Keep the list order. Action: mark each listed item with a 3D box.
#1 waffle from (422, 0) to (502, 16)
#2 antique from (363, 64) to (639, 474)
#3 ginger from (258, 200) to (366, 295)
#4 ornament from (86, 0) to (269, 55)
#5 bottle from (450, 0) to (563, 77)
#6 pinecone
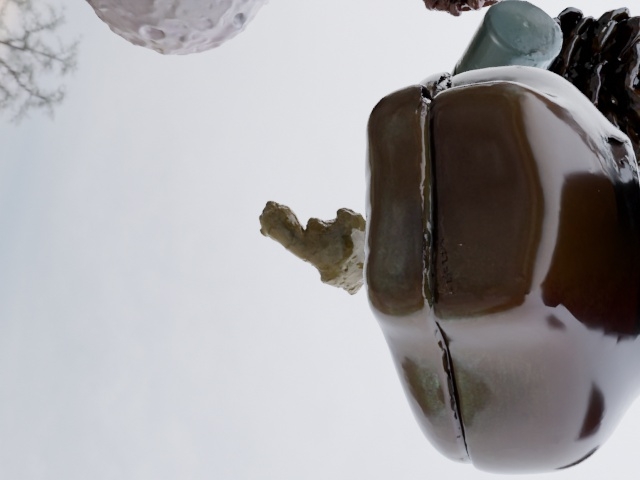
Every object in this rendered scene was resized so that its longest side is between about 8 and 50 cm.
[{"bbox_3d":[0.092,-0.150,0.430,0.083,0.029,0.075,-32,-147,-15],"label":"waffle"},{"bbox_3d":[0.107,0.015,0.437,0.129,0.278,0.223,-3,-112,17],"label":"antique"},{"bbox_3d":[0.005,-0.007,0.959,0.096,0.165,0.067,-57,180,20],"label":"ginger"},{"bbox_3d":[-0.175,-0.350,0.942,0.225,0.259,0.259,-119,-129,-69],"label":"ornament"},{"bbox_3d":[0.155,-0.125,0.835,0.286,0.082,0.082,114,-24,-56],"label":"bottle"},{"bbox_3d":[0.411,-0.200,1.176,0.296,0.298,0.242,-7,-137,36],"label":"pinecone"}]
